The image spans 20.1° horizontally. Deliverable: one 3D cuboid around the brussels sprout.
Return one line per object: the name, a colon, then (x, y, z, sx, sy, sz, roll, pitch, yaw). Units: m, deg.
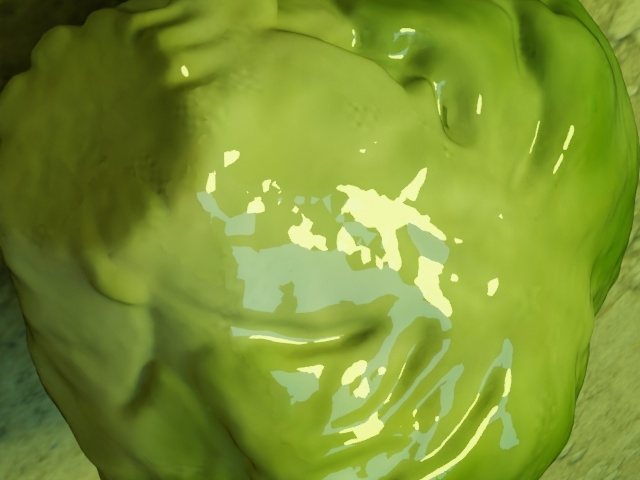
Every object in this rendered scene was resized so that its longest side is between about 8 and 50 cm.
brussels sprout: (0.001, 0.010, 0.797, 0.316, 0.242, 0.274, -9, 128, -39)
